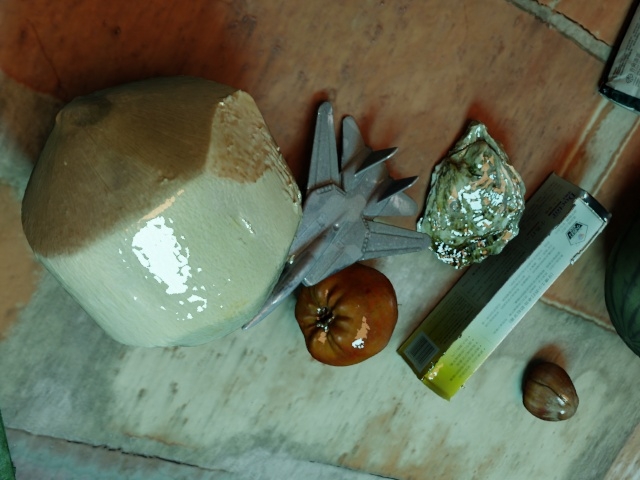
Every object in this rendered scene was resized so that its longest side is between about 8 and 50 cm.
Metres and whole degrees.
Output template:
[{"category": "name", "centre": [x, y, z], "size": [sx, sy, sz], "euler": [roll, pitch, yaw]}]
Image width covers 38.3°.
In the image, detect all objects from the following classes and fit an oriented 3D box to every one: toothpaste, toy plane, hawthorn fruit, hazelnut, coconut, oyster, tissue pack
[{"category": "toothpaste", "centre": [0.229, 0.056, 1.171], "size": [0.071, 0.089, 0.313], "euler": [38, 95, -26]}, {"category": "toy plane", "centre": [-0.006, 0.000, 1.007], "size": [0.267, 0.088, 0.212], "euler": [-47, 111, -20]}, {"category": "hawthorn fruit", "centre": [0.032, 0.081, 1.081], "size": [0.125, 0.140, 0.125], "euler": [7, 118, 13]}, {"category": "hazelnut", "centre": [0.323, 0.217, 1.294], "size": [0.086, 0.086, 0.086], "euler": [-10, 117, -20]}, {"category": "coconut", "centre": [-0.149, -0.040, 0.862], "size": [0.245, 0.245, 0.247], "euler": [-33, 131, -7]}, {"category": "oyster", "centre": [0.186, -0.048, 1.121], "size": [0.125, 0.064, 0.177], "euler": [24, 113, -17]}, {"category": "tissue pack", "centre": [0.422, -0.230, 1.114], "size": [0.090, 0.103, 0.170], "euler": [12, 109, -37]}]

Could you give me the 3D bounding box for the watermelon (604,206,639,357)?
[{"category": "watermelon", "centre": [0.544, 0.027, 1.192], "size": [0.359, 0.279, 0.279], "euler": [-40, 123, -5]}]

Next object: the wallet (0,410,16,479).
[{"category": "wallet", "centre": [-0.448, 0.237, 0.964], "size": [0.236, 0.055, 0.160], "euler": [-13, 125, -20]}]
